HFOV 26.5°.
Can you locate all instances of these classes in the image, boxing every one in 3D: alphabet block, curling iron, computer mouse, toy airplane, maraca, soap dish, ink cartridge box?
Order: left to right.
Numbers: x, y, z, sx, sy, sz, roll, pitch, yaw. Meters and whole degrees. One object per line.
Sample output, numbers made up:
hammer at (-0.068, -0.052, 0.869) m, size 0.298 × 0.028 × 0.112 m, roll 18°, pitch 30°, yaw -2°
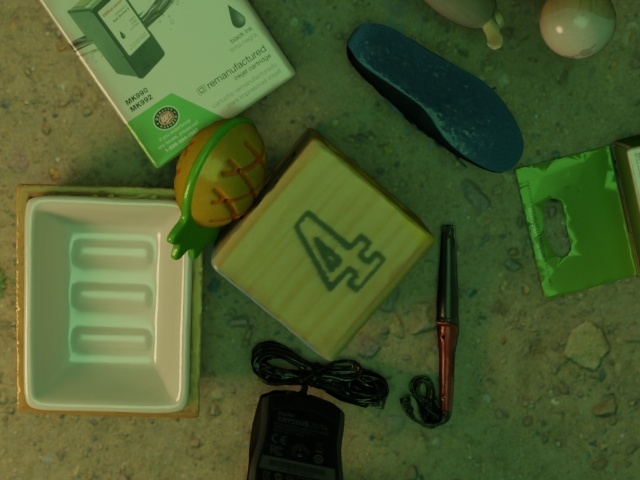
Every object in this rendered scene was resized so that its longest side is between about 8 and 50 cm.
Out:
soap dish at (-0.262, 0.072, 1.703) m, size 0.229 × 0.118 × 0.290 m, roll 2°, pitch 99°, yaw -2°
ink cartridge box at (-0.195, -0.265, 1.649) m, size 0.211 × 0.121 × 0.289 m, roll -34°, pitch 99°, yaw 4°
maraca at (-0.125, -0.060, 1.597) m, size 0.099 × 0.127 × 0.185 m, roll 30°, pitch 103°, yaw 25°
computer mouse at (-0.022, 0.264, 1.706) m, size 0.189 × 0.272 × 0.072 m, roll 17°, pitch 137°, yaw -4°
alphabet block at (0.000, 0.000, 1.667) m, size 0.193 × 0.192 × 0.197 m, roll 39°, pitch 95°, yaw -10°
curling iron at (0.152, 0.115, 1.768) m, size 0.068 × 0.035 × 0.274 m, roll 7°, pitch 99°, yaw -4°
toy airplane at (0.268, -0.341, 1.524) m, size 0.385 × 0.386 × 0.272 m, roll -6°, pitch 87°, yaw -1°
ink cartridge box at (0.398, -0.031, 1.725) m, size 0.255 × 0.097 × 0.188 m, roll -15°, pitch 99°, yaw -1°

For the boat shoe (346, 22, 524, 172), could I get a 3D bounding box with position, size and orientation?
boat shoe at (0.146, -0.183, 1.699) m, size 0.258 × 0.089 × 0.109 m, roll 44°, pitch 82°, yaw -3°
